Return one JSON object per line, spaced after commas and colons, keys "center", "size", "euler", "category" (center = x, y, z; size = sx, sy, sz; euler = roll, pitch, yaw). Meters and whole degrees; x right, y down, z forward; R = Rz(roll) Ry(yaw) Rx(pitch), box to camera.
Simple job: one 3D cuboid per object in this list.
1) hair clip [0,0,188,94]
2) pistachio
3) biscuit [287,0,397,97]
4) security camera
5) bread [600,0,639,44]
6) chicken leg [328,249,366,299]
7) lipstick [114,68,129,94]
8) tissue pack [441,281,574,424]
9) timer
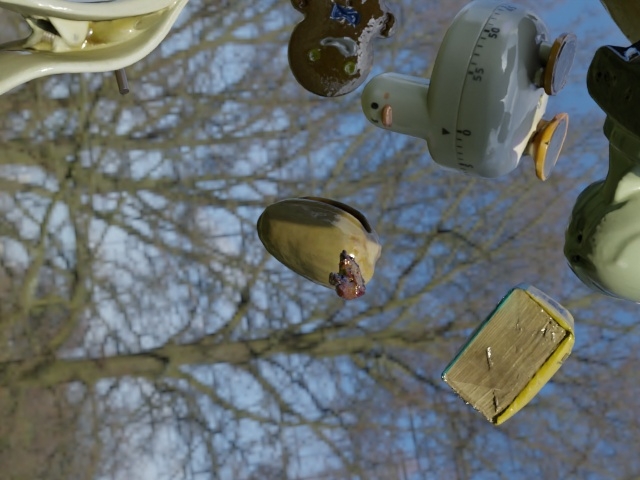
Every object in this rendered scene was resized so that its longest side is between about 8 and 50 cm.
{"center": [-0.258, -0.231, 1.237], "size": [0.172, 0.282, 0.113], "euler": [16, -60, 41], "category": "hair clip"}
{"center": [0.000, 0.000, 1.817], "size": [0.206, 0.129, 0.131], "euler": [22, -81, 28], "category": "pistachio"}
{"center": [0.031, -0.339, 1.837], "size": [0.039, 0.180, 0.236], "euler": [-140, -115, -71], "category": "biscuit"}
{"center": [0.369, -0.055, 1.250], "size": [0.197, 0.191, 0.277], "euler": [-125, -137, -52], "category": "security camera"}
{"center": [0.470, -0.333, 1.459], "size": [0.159, 0.305, 0.306], "euler": [-46, -132, 46], "category": "bread"}
{"center": [0.035, 0.051, 1.572], "size": [0.145, 0.037, 0.062], "euler": [-65, 136, -72], "category": "chicken leg"}
{"center": [-0.345, -0.293, 2.019], "size": [0.019, 0.019, 0.094], "euler": [111, -35, -59], "category": "lipstick"}
{"center": [0.301, 0.171, 1.834], "size": [0.134, 0.192, 0.271], "euler": [41, 9, 9], "category": "tissue pack"}
{"center": [0.195, -0.197, 1.524], "size": [0.233, 0.240, 0.233], "euler": [-48, 146, -48], "category": "timer"}
